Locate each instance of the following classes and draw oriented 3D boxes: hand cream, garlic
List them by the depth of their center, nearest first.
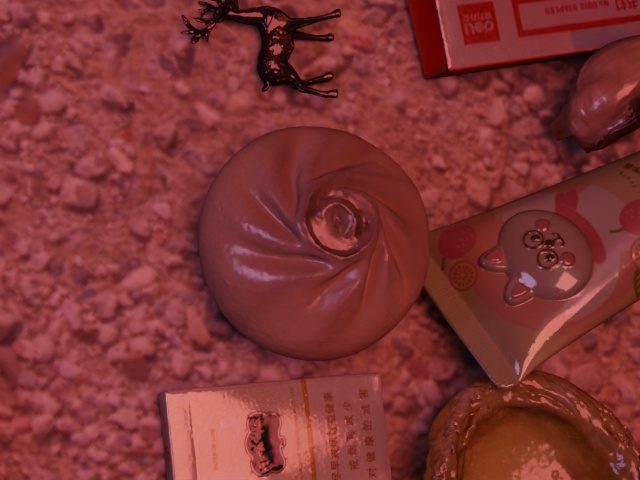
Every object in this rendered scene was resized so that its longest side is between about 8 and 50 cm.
[{"bbox_3d":[0.224,-0.003,1.332,0.306,0.093,0.147,-26,63,-18],"label":"hand cream"},{"bbox_3d":[0.246,-0.125,1.346,0.152,0.084,0.066,-34,79,-2],"label":"garlic"}]

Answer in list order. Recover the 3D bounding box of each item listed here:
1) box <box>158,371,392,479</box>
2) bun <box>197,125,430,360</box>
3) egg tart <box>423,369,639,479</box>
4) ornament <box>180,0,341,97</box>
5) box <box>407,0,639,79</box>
[{"bbox_3d":[-0.031,0.147,1.247,0.167,0.024,0.090,-3,82,-20],"label":"box"},{"bbox_3d":[0.000,0.000,1.233,0.173,0.120,0.173,3,81,-17],"label":"bun"},{"bbox_3d":[0.154,0.189,1.279,0.197,0.078,0.197,4,78,-20],"label":"egg tart"},{"bbox_3d":[-0.045,-0.148,1.289,0.125,0.028,0.073,8,78,-20],"label":"ornament"},{"bbox_3d":[0.180,-0.202,1.366,0.229,0.050,0.123,-11,87,-21],"label":"box"}]
